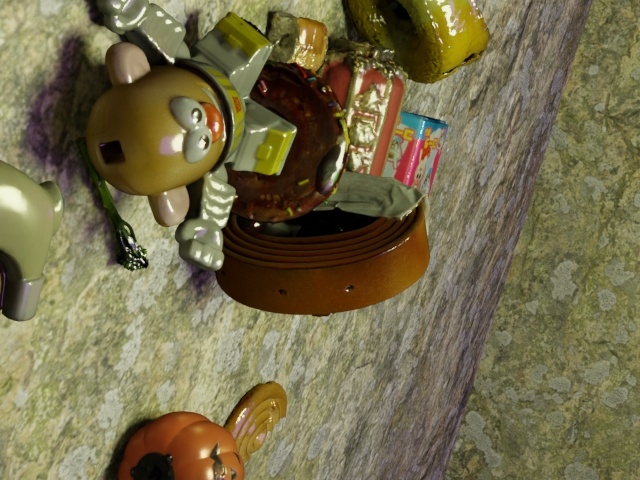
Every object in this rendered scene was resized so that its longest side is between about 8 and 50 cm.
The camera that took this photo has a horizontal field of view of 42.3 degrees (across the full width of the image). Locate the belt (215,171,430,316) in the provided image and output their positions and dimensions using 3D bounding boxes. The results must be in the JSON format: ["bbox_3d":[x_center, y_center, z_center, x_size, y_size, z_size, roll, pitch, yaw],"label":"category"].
[{"bbox_3d":[0.000,0.000,1.257,0.122,0.338,0.217,83,4,-45],"label":"belt"}]

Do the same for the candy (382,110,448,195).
[{"bbox_3d":[0.164,-0.117,1.747,0.157,0.100,0.306,-9,116,-63],"label":"candy"}]

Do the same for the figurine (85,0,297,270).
[{"bbox_3d":[-0.164,-0.142,0.992,0.167,0.342,0.285,-32,180,36],"label":"figurine"}]

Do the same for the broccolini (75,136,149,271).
[{"bbox_3d":[-0.261,-0.044,1.042,0.042,0.044,0.218,-36,136,-26],"label":"broccolini"}]

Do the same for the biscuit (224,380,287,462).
[{"bbox_3d":[-0.126,0.346,1.588,0.224,0.033,0.144,-39,142,-48],"label":"biscuit"}]

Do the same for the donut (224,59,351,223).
[{"bbox_3d":[-0.056,-0.137,1.183,0.096,0.216,0.230,16,79,-74],"label":"donut"}]

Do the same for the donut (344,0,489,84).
[{"bbox_3d":[0.143,-0.371,1.352,0.107,0.272,0.272,-48,148,-19],"label":"donut"}]

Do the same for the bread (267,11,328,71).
[{"bbox_3d":[-0.037,-0.296,1.241,0.070,0.076,0.083,-19,127,-62],"label":"bread"}]

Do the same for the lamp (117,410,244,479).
[{"bbox_3d":[-0.207,0.355,1.262,0.164,0.187,0.188,17,93,-65],"label":"lamp"}]

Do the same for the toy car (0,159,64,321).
[{"bbox_3d":[-0.372,-0.053,0.580,0.336,0.242,0.226,-3,108,-61],"label":"toy car"}]

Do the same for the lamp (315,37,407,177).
[{"bbox_3d":[0.043,-0.195,1.377,0.177,0.177,0.274,-11,120,-61],"label":"lamp"}]
